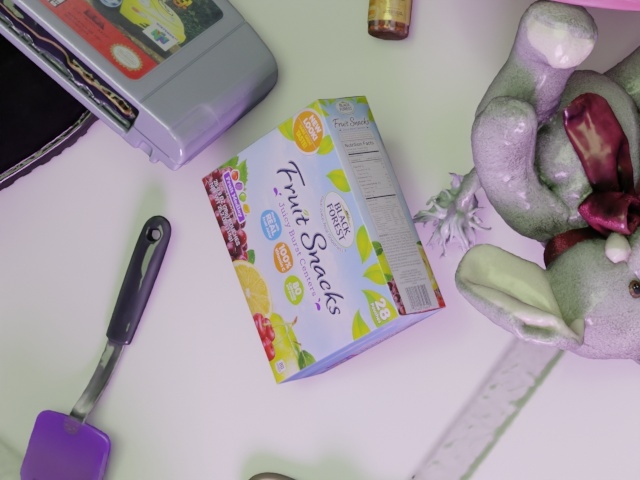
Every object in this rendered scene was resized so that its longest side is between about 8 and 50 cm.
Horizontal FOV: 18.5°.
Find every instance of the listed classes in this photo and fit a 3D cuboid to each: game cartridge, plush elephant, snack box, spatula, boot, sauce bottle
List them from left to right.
[{"bbox_3d":[-0.335,-0.122,1.783,0.348,0.260,0.131,-43,77,3],"label":"boot"},{"bbox_3d":[-0.202,0.115,1.840,0.084,0.030,0.296,20,87,16],"label":"spatula"},{"bbox_3d":[-0.186,-0.207,1.804,0.294,0.196,0.060,40,130,4],"label":"game cartridge"},{"bbox_3d":[0.000,0.000,1.754,0.174,0.070,0.207,-30,76,42],"label":"snack box"},{"bbox_3d":[0.068,-0.252,1.832,0.042,0.042,0.128,4,80,12],"label":"sauce bottle"},{"bbox_3d":[0.240,-0.018,1.656,0.330,0.272,0.255,-48,59,31],"label":"plush elephant"}]

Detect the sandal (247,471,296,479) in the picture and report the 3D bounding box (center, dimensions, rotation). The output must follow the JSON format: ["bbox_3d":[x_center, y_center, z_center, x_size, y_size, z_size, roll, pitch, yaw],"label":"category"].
[{"bbox_3d":[0.008,0.254,1.767,0.180,0.049,0.072,16,86,14],"label":"sandal"}]

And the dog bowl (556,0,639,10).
[{"bbox_3d":[0.243,-0.319,1.643,0.408,0.408,0.150,11,118,13],"label":"dog bowl"}]
